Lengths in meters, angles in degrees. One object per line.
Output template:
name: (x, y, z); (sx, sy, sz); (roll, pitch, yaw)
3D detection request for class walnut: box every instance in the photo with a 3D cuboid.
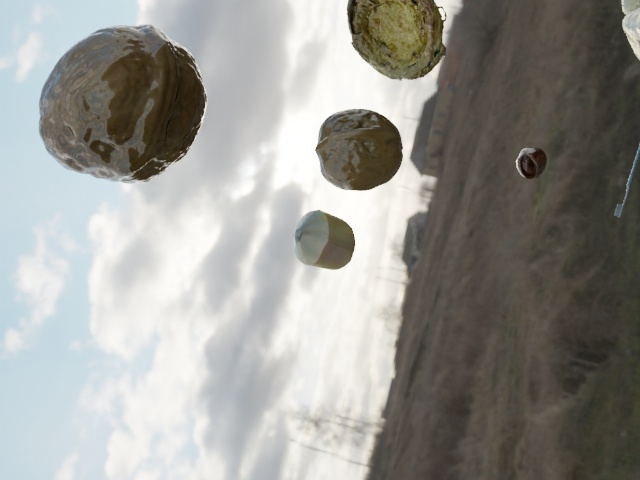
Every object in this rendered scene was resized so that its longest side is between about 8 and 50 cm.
walnut: (-0.382, -0.269, 1.538); (0.344, 0.306, 0.306); (-47, 13, 38)
walnut: (0.072, -0.166, 1.429); (0.149, 0.166, 0.167); (118, 168, -71)

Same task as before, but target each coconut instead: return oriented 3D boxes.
coconut: (0.000, 0.000, 2.011); (0.147, 0.152, 0.147); (-26, 56, 46)

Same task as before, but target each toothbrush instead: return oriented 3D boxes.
toothbrush: (0.631, -0.127, 1.594); (0.011, 0.014, 0.167); (23, -94, -76)

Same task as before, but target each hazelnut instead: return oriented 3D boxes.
hazelnut: (0.542, -0.198, 2.000); (0.086, 0.086, 0.086); (13, -90, -82)

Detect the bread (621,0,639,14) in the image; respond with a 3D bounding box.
bread: (0.807, -0.671, 1.831); (0.316, 0.054, 0.316); (-57, -1, -2)

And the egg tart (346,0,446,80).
egg tart: (0.195, -0.520, 1.864); (0.107, 0.290, 0.291); (-39, -33, -40)

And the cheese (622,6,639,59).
cheese: (0.731, -0.430, 1.624); (0.351, 0.129, 0.328); (45, -163, -44)
